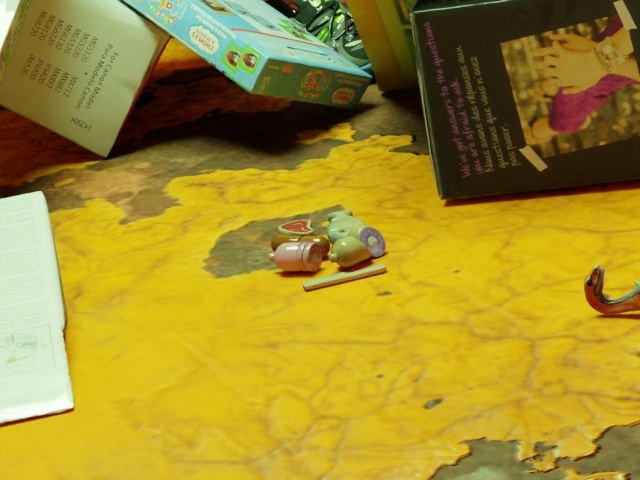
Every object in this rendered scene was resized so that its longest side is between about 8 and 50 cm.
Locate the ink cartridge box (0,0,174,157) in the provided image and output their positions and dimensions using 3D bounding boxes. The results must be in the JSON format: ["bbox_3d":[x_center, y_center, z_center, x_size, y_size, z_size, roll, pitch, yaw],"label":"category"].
[{"bbox_3d":[-0.216,-0.197,1.620,0.272,0.130,0.309,27,16,-11],"label":"ink cartridge box"}]

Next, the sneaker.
[{"bbox_3d":[0.008,-0.192,1.652,0.188,0.078,0.067,13,28,43],"label":"sneaker"}]

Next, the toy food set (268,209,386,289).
[{"bbox_3d":[0.000,0.000,1.191,0.078,0.019,0.122,-13,19,-11],"label":"toy food set"}]

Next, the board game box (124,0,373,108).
[{"bbox_3d":[-0.079,-0.185,1.512,0.211,0.039,0.160,39,19,28],"label":"board game box"}]

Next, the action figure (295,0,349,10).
[{"bbox_3d":[-0.109,-0.322,1.706,0.248,0.275,0.370,-10,8,8],"label":"action figure"}]

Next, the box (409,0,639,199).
[{"bbox_3d":[0.214,-0.130,1.273,0.270,0.143,0.165,-5,18,13],"label":"box"}]

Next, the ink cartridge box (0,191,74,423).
[{"bbox_3d":[-0.250,0.066,1.106,0.189,0.066,0.232,-11,40,-7],"label":"ink cartridge box"}]

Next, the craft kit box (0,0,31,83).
[{"bbox_3d":[-0.340,-0.231,1.379,0.247,0.061,0.250,16,57,-5],"label":"craft kit box"}]

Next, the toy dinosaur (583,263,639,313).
[{"bbox_3d":[0.190,0.026,0.999,0.082,0.047,0.090,-25,27,10],"label":"toy dinosaur"}]

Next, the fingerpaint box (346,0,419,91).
[{"bbox_3d":[0.185,-0.294,1.362,0.371,0.163,0.445,-6,-21,11],"label":"fingerpaint box"}]
